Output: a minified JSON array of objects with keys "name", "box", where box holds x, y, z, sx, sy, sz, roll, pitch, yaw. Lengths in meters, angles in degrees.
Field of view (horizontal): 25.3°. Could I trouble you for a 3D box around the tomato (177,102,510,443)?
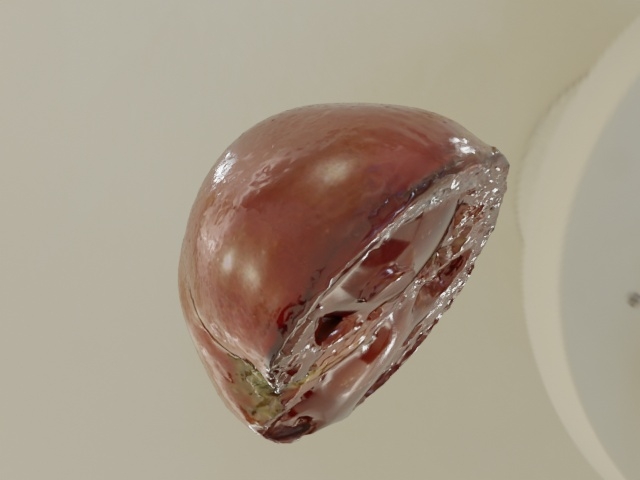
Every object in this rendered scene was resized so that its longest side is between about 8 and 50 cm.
[{"name":"tomato","box":[0.000,0.000,0.839,0.200,0.233,0.139,-36,-111,-26]}]
